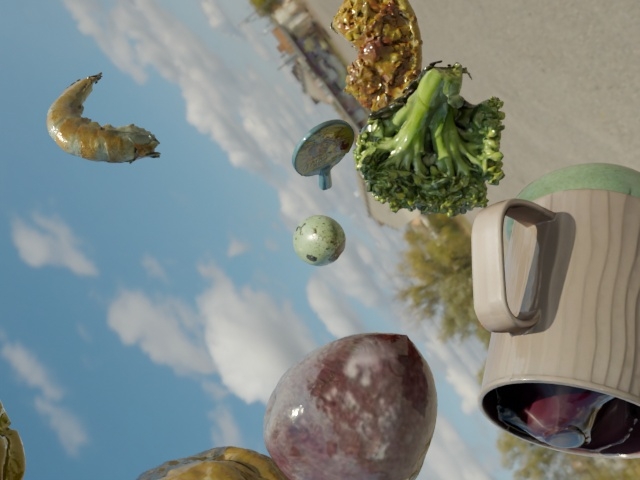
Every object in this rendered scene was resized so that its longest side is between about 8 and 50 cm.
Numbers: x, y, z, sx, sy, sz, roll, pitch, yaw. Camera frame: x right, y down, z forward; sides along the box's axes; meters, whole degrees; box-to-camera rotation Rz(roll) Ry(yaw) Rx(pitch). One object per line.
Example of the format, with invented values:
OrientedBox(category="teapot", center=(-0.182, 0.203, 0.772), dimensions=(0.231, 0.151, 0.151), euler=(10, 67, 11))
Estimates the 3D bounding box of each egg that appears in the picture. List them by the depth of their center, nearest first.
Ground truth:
OrientedBox(category="egg", center=(0.393, -0.030, 1.176), dimensions=(0.169, 0.236, 0.169), euler=(23, -120, -47))
OrientedBox(category="egg", center=(0.000, 0.000, 1.294), dimensions=(0.085, 0.085, 0.110), euler=(52, 159, -15))

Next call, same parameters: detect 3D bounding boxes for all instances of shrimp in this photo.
OrientedBox(category="shrimp", center=(-0.474, -0.243, 1.643), dimensions=(0.287, 0.185, 0.068), euler=(45, 140, 32))

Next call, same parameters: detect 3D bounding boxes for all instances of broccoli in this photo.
OrientedBox(category="broccoli", center=(0.178, -0.129, 1.200), dimensions=(0.273, 0.242, 0.180), euler=(113, 148, -72))

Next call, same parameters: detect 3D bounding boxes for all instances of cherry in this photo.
OrientedBox(category="cherry", center=(0.039, 0.232, 0.997), dimensions=(0.213, 0.266, 0.183), euler=(23, -173, -21))

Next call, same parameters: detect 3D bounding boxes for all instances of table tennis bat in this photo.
OrientedBox(category="table tennis bat", center=(0.004, -0.121, 1.150), dimensions=(0.019, 0.100, 0.155), euler=(56, 165, 25))

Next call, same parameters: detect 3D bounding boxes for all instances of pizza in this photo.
OrientedBox(category="pizza", center=(0.105, -0.355, 1.441), dimensions=(0.085, 0.161, 0.305), euler=(30, -130, -84))

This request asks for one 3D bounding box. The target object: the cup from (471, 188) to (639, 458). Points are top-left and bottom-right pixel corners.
OrientedBox(category="cup", center=(0.283, 0.090, 0.935), dimensions=(0.288, 0.273, 0.208), euler=(19, 151, -3))

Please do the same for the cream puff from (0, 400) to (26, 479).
OrientedBox(category="cream puff", center=(-0.593, 0.360, 1.126), dimensions=(0.257, 0.291, 0.324), euler=(58, -170, 22))

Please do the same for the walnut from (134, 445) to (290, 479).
OrientedBox(category="walnut", center=(-0.152, 0.464, 1.201), dimensions=(0.306, 0.344, 0.306), euler=(17, -110, -54))
